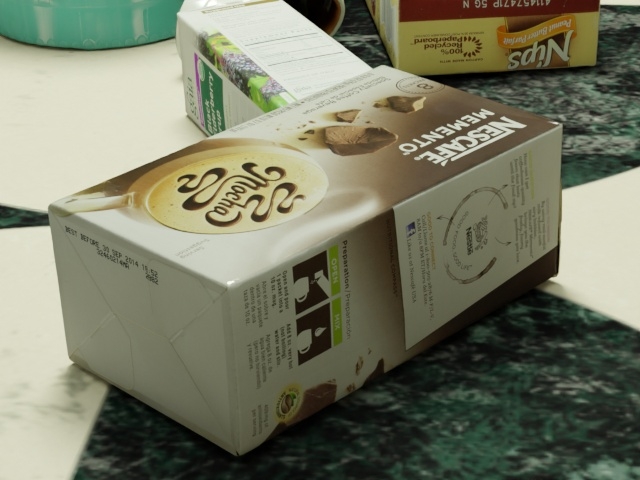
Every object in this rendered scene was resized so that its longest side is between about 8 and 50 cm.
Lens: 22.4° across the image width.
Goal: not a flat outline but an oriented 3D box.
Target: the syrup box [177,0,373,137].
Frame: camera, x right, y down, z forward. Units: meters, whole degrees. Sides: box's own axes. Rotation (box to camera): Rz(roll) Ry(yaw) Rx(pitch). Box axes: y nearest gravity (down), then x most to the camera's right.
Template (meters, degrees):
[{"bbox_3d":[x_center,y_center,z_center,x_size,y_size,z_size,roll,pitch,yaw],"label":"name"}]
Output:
[{"bbox_3d":[-0.029,-0.109,1.267,0.096,0.093,0.237,-14,30,-21],"label":"syrup box"}]

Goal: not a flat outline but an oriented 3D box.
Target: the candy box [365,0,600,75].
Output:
[{"bbox_3d":[0.137,-0.255,1.540,0.183,0.087,0.316,-3,28,-6],"label":"candy box"}]

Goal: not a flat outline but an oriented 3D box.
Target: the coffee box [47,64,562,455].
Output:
[{"bbox_3d":[0.000,0.000,1.031,0.297,0.119,0.168,-26,35,-37],"label":"coffee box"}]

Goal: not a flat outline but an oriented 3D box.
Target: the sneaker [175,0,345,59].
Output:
[{"bbox_3d":[-0.013,-0.234,1.508,0.123,0.106,0.290,14,43,22],"label":"sneaker"}]

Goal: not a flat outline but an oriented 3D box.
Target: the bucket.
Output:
[{"bbox_3d":[-0.217,-0.312,1.567,0.281,0.183,0.281,-1,28,0],"label":"bucket"}]
